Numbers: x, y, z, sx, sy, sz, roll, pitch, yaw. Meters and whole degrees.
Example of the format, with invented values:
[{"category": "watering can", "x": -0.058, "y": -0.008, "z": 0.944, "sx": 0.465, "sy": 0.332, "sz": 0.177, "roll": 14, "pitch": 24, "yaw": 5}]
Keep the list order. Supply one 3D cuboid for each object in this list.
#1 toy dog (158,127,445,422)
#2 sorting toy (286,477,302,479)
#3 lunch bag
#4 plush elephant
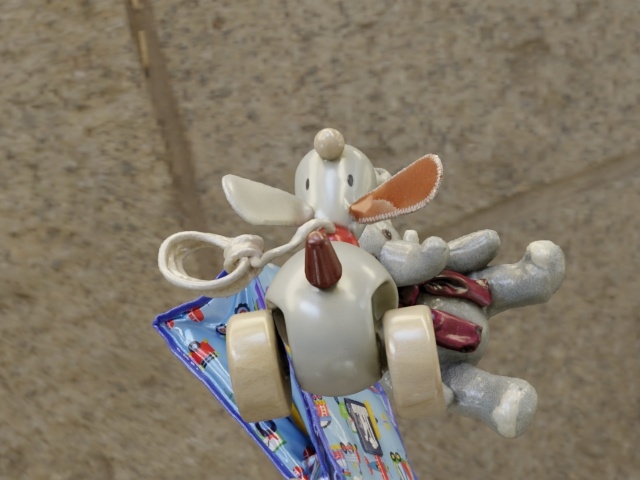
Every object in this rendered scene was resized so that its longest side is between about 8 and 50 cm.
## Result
[{"category": "toy dog", "x": 0.000, "y": 0.000, "z": 1.141, "sx": 0.220, "sy": 0.333, "sz": 0.161, "roll": -17, "pitch": 126, "yaw": -14}, {"category": "sorting toy", "x": -0.047, "y": 0.219, "z": 0.536, "sx": 0.041, "sy": 0.307, "sz": 0.229, "roll": 28, "pitch": 73, "yaw": 9}, {"category": "lunch bag", "x": -0.012, "y": 0.179, "z": 1.543, "sx": 0.138, "sy": 0.293, "sz": 0.221, "roll": -39, "pitch": 156, "yaw": 11}, {"category": "plush elephant", "x": 0.105, "y": 0.058, "z": 1.784, "sx": 0.255, "sy": 0.330, "sz": 0.271, "roll": 52, "pitch": 51, "yaw": -41}]
